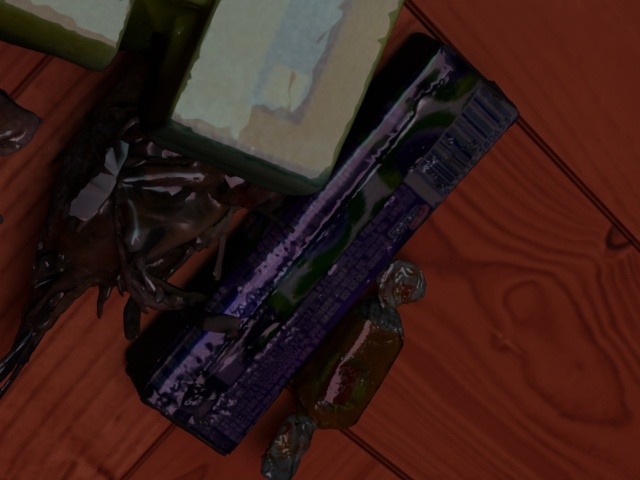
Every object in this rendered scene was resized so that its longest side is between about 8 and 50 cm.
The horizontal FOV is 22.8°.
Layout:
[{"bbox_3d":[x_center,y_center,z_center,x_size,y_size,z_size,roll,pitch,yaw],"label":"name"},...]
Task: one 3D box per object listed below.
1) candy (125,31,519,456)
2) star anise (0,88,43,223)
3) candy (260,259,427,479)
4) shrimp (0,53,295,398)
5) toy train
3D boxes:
[{"bbox_3d":[0.000,0.000,1.060,0.312,0.061,0.088,-49,122,2],"label":"candy"},{"bbox_3d":[-0.256,-0.051,0.844,0.229,0.236,0.093,55,44,-38],"label":"star anise"},{"bbox_3d":[0.016,0.092,1.120,0.053,0.046,0.182,34,91,-29],"label":"candy"},{"bbox_3d":[-0.103,-0.011,0.977,0.145,0.116,0.343,38,94,-19],"label":"shrimp"},{"bbox_3d":[-0.108,-0.195,0.820,0.397,0.160,0.253,22,94,-18],"label":"toy train"}]
